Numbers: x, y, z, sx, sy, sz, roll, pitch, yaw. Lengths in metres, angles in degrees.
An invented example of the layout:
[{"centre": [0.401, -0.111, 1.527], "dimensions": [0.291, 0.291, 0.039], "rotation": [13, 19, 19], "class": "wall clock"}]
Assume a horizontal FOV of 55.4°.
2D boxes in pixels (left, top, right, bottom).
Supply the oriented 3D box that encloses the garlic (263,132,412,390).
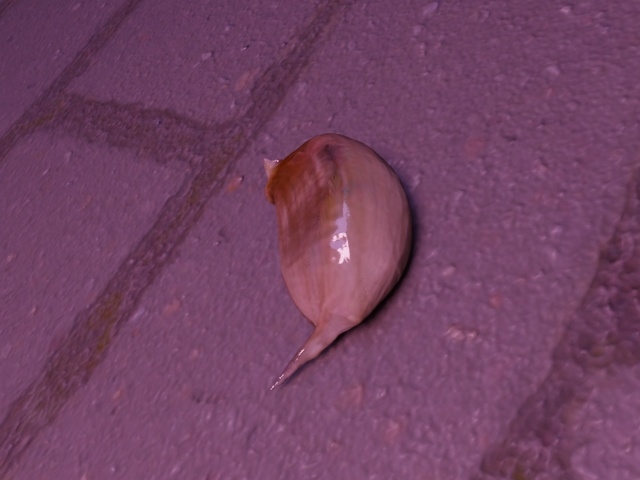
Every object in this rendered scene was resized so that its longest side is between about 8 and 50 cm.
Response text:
[{"centre": [0.008, 0.004, 0.472], "dimensions": [0.128, 0.090, 0.198], "rotation": [-27, 54, 29], "class": "garlic"}]
